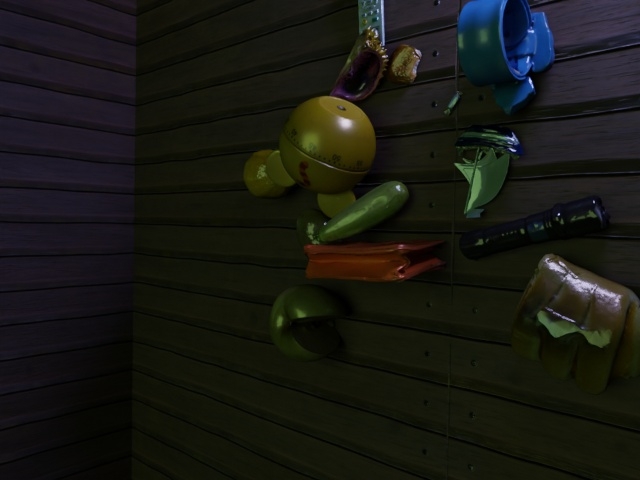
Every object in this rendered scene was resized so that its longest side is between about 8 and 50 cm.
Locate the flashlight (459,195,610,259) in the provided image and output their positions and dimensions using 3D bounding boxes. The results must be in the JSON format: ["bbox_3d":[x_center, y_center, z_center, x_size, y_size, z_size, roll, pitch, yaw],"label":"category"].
[{"bbox_3d":[0.593,-0.024,1.570,0.424,0.103,0.103,-19,78,42],"label":"flashlight"}]

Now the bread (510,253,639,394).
[{"bbox_3d":[0.672,0.234,1.423,0.341,0.210,0.300,36,116,35],"label":"bread"}]

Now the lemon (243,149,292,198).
[{"bbox_3d":[-0.207,-0.265,2.208,0.260,0.204,0.204,8,96,55],"label":"lemon"}]

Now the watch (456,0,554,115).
[{"bbox_3d":[0.492,-0.516,1.527,0.241,0.275,0.305,-1,85,42],"label":"watch"}]

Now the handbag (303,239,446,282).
[{"bbox_3d":[0.171,0.056,1.804,0.410,0.304,0.116,-1,97,39],"label":"handbag"}]

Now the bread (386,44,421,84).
[{"bbox_3d":[0.280,-0.603,1.873,0.126,0.044,0.129,28,106,37],"label":"bread"}]

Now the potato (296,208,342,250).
[{"bbox_3d":[0.000,0.000,2.058,0.159,0.174,0.251,-20,83,6],"label":"potato"}]

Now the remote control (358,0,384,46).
[{"bbox_3d":[0.186,-0.829,1.950,0.103,0.051,0.293,3,96,42],"label":"remote control"}]

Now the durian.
[{"bbox_3d":[0.142,-0.625,1.926,0.260,0.154,0.186,-33,57,53],"label":"durian"}]

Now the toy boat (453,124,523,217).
[{"bbox_3d":[0.481,-0.226,1.681,0.210,0.070,0.291,47,122,34],"label":"toy boat"}]

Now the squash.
[{"bbox_3d":[0.140,-0.082,1.894,0.371,0.118,0.118,-32,68,12],"label":"squash"}]

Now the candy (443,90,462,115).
[{"bbox_3d":[0.425,-0.442,1.758,0.030,0.020,0.083,42,116,30],"label":"candy"}]

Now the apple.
[{"bbox_3d":[-0.042,0.303,2.031,0.292,0.254,0.291,-3,85,42],"label":"apple"}]

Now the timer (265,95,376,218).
[{"bbox_3d":[0.008,-0.299,1.932,0.376,0.376,0.386,47,127,31],"label":"timer"}]
